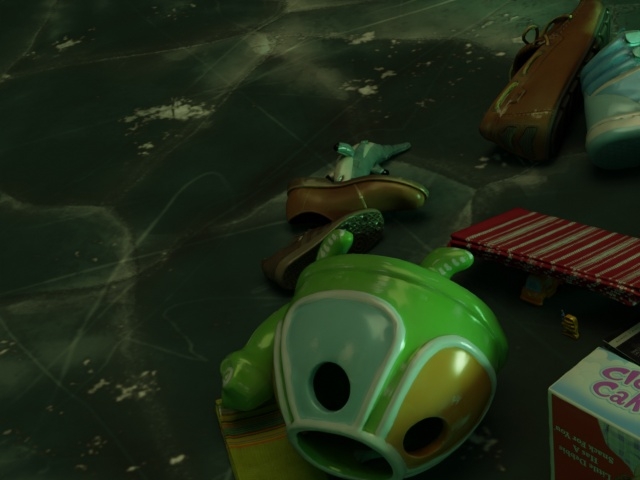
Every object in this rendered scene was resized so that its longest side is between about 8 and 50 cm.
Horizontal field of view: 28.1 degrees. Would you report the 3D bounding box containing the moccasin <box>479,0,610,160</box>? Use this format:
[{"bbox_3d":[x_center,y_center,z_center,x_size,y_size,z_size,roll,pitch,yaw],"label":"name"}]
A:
[{"bbox_3d":[0.355,-0.264,2.003,0.147,0.139,0.380,17,52,21],"label":"moccasin"}]

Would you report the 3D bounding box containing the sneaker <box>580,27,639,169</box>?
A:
[{"bbox_3d":[0.527,-0.232,1.848,0.319,0.127,0.208,-9,60,2],"label":"sneaker"}]

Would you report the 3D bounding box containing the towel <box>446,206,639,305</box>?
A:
[{"bbox_3d":[0.324,0.016,1.648,0.274,0.031,0.199,17,23,33],"label":"towel"}]

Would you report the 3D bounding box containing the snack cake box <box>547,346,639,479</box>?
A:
[{"bbox_3d":[0.355,0.236,1.266,0.089,0.152,0.264,-33,41,-29],"label":"snack cake box"}]

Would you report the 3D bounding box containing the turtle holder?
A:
[{"bbox_3d":[0.036,0.133,1.421,0.320,0.243,0.227,18,60,13],"label":"turtle holder"}]

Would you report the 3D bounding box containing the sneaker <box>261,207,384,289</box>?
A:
[{"bbox_3d":[0.000,0.000,1.772,0.188,0.066,0.071,-29,33,-26],"label":"sneaker"}]

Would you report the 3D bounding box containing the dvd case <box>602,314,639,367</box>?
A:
[{"bbox_3d":[0.467,0.134,1.495,0.164,0.018,0.221,-29,39,-22],"label":"dvd case"}]

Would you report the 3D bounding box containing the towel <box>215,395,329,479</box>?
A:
[{"bbox_3d":[-0.052,0.250,1.470,0.102,0.021,0.237,-17,35,-7],"label":"towel"}]

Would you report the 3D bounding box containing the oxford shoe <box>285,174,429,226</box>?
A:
[{"bbox_3d":[0.052,-0.047,1.836,0.212,0.076,0.076,-3,58,18],"label":"oxford shoe"}]

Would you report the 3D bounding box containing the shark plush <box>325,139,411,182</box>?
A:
[{"bbox_3d":[0.075,-0.112,1.948,0.067,0.073,0.161,41,36,26],"label":"shark plush"}]

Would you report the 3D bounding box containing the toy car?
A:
[{"bbox_3d":[0.302,0.070,1.611,0.060,0.041,0.122,-25,36,-19],"label":"toy car"}]
